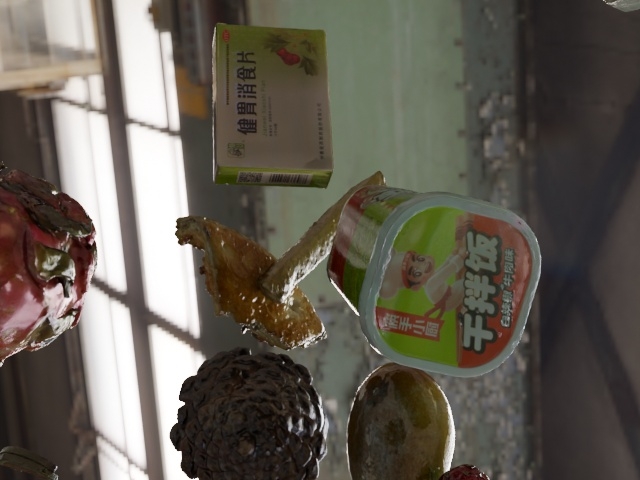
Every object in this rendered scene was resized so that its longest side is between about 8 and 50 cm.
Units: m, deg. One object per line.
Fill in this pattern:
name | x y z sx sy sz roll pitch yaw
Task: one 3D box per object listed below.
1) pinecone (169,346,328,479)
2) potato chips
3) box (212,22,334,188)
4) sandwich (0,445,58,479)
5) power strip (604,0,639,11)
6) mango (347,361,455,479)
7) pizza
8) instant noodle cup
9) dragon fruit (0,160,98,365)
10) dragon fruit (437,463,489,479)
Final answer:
pinecone | -0.130 0.345 2.352 0.298 0.242 0.296 37 -150 1
potato chips | 0.000 0.000 2.203 0.080 0.057 0.407 -25 -166 43
box | -0.075 -0.207 1.948 0.175 0.261 0.062 2 154 -9
sandwich | -0.543 0.407 2.330 0.135 0.067 0.029 7 -126 27
power strip | 0.479 -0.373 1.778 0.052 0.078 0.272 22 176 -15
mango | 0.137 0.352 2.106 0.192 0.316 0.146 -26 147 31
pizza | -0.116 0.085 2.132 0.073 0.365 0.182 -23 -135 33
instant noodle cup | 0.155 0.041 1.996 0.293 0.294 0.308 -8 -167 -15
dragon fruit | -0.404 0.036 1.565 0.250 0.269 0.291 40 -166 21
dragon fruit | 0.216 0.395 1.929 0.094 0.094 0.190 -2 156 7
